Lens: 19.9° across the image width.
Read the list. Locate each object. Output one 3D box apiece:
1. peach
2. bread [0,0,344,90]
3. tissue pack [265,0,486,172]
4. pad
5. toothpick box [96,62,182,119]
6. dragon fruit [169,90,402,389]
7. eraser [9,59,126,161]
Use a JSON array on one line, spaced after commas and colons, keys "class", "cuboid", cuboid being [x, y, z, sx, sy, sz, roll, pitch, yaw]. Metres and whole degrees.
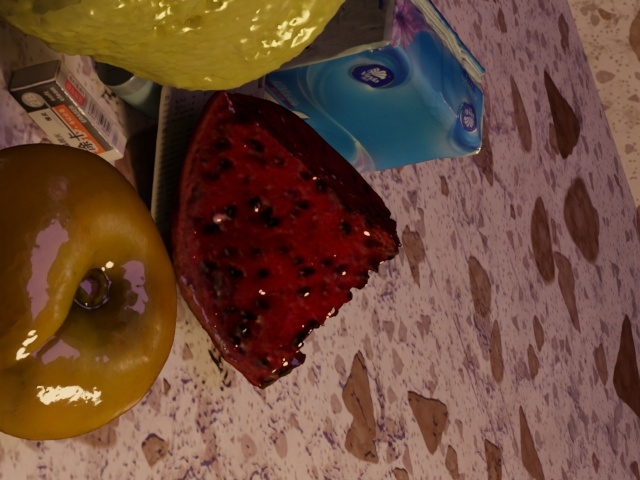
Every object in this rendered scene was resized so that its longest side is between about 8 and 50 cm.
[{"class": "peach", "cuboid": [-0.223, 0.044, 1.492, 0.251, 0.153, 0.251, 9, 78, -50]}, {"class": "bread", "cuboid": [-0.154, -0.308, 1.573, 0.308, 0.348, 0.348, 1, 78, -61]}, {"class": "tissue pack", "cuboid": [0.056, -0.201, 2.161, 0.263, 0.198, 0.146, 45, 43, -51]}, {"class": "pad", "cuboid": [-0.112, -0.100, 1.900, 0.265, 0.009, 0.159, -28, 127, -65]}, {"class": "toothpick box", "cuboid": [-0.178, -0.158, 1.794, 0.083, 0.052, 0.052, 40, 44, -57]}, {"class": "dragon fruit", "cuboid": [0.000, 0.000, 1.903, 0.330, 0.240, 0.302, -14, 119, -64]}, {"class": "eraser", "cuboid": [-0.228, -0.115, 1.658, 0.122, 0.052, 0.029, 53, 36, -46]}]
